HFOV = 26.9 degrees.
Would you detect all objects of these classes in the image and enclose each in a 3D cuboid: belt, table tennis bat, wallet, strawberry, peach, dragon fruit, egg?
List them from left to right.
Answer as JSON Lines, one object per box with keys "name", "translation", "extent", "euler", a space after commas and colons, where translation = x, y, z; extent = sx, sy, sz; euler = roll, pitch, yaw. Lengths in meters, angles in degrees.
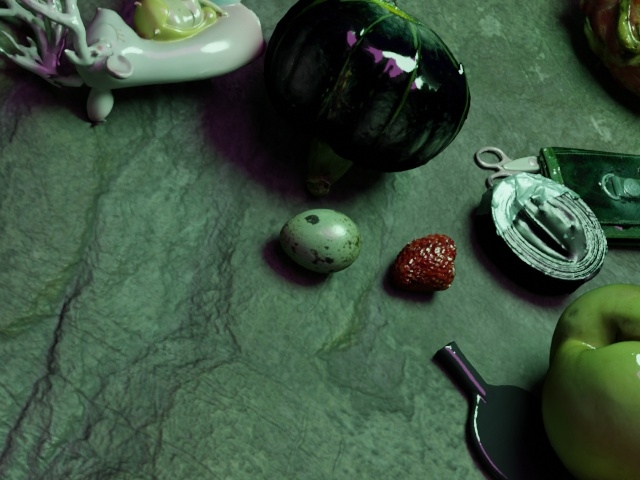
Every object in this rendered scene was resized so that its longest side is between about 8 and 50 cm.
{"name": "egg", "translation": [0.000, 0.000, 1.764], "extent": [0.110, 0.085, 0.085], "euler": [8, 56, -8]}
{"name": "strawberry", "translation": [0.143, 0.034, 1.834], "extent": [0.096, 0.083, 0.083], "euler": [-23, 74, -31]}
{"name": "table tennis bat", "translation": [0.240, 0.233, 1.793], "extent": [0.236, 0.027, 0.150], "euler": [51, 48, 6]}
{"name": "belt", "translation": [0.320, -0.013, 1.945], "extent": [0.198, 0.078, 0.151], "euler": [36, 65, -1]}
{"name": "wallet", "translation": [0.453, -0.068, 2.085], "extent": [0.236, 0.055, 0.160], "euler": [3, 66, -29]}
{"name": "peach", "translation": [0.417, 0.208, 1.769], "extent": [0.247, 0.292, 0.292], "euler": [-17, 62, 10]}
{"name": "dragon fruit", "translation": [0.553, -0.380, 2.202], "extent": [0.291, 0.250, 0.269], "euler": [57, 8, 3]}

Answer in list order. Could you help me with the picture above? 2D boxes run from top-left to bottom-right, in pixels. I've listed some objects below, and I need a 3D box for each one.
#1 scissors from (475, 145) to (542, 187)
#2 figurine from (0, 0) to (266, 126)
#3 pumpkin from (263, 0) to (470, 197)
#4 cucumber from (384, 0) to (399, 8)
{"name": "scissors", "translation": [0.320, -0.115, 2.065], "extent": [0.176, 0.022, 0.085], "euler": [-9, 63, -30]}
{"name": "figurine", "translation": [-0.275, -0.292, 1.738], "extent": [0.316, 0.206, 0.284], "euler": [-29, 83, -46]}
{"name": "pumpkin", "translation": [0.053, -0.195, 1.844], "extent": [0.296, 0.296, 0.296], "euler": [15, 54, -22]}
{"name": "cucumber", "translation": [0.082, -0.380, 2.070], "extent": [0.067, 0.067, 0.293], "euler": [0, 61, -30]}
